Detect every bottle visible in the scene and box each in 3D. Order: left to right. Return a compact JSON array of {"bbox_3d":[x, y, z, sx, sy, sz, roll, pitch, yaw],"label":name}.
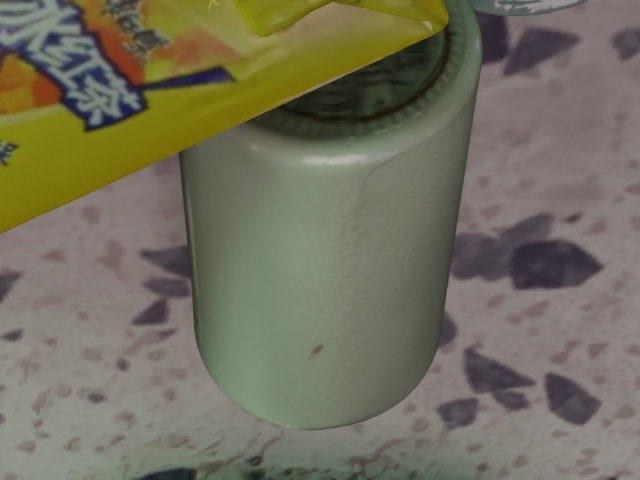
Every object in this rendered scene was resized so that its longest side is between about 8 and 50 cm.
[{"bbox_3d":[0.000,0.000,0.595,0.104,0.104,0.245,-4,146,-5],"label":"bottle"}]

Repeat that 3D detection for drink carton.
[{"bbox_3d":[-0.147,-0.069,0.483,0.351,0.154,0.111,-23,133,13],"label":"drink carton"}]

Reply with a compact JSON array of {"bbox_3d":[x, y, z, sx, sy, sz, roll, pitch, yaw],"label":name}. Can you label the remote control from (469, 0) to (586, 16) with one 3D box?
[{"bbox_3d":[0.120,-0.170,0.501,0.104,0.052,0.247,31,122,-34],"label":"remote control"}]
